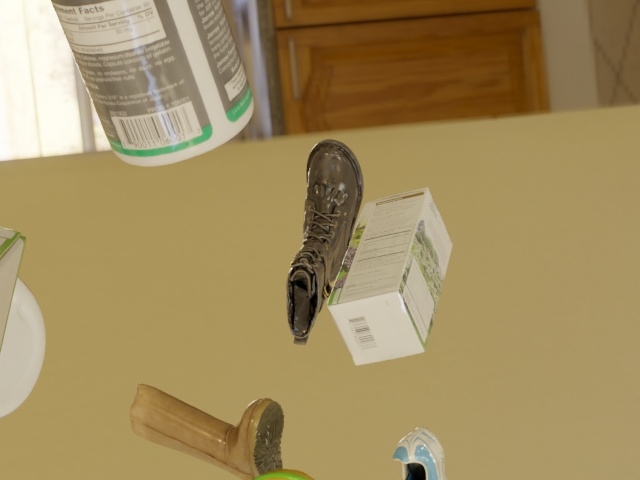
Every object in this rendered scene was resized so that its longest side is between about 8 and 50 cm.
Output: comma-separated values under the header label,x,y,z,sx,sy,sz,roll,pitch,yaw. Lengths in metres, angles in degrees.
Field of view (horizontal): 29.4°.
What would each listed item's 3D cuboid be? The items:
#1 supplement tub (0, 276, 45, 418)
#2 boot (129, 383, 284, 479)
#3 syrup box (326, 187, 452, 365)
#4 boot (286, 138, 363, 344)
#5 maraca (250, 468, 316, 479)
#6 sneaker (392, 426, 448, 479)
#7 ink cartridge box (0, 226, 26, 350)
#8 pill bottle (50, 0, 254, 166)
label,x,y,z,sx,sy,sz,roll,pitch,yaw
supplement tub,-0.513,0.126,1.495,0.193,0.316,0.194,11,-103,-58
boot,-0.198,0.305,2.031,0.089,0.269,0.236,-49,-27,-41
syrup box,0.090,0.040,1.506,0.237,0.096,0.093,-69,-40,-55
boot,0.000,0.000,1.841,0.229,0.091,0.263,-61,-26,-64
maraca,-0.070,0.407,1.853,0.127,0.185,0.099,59,-149,-18
sneaker,0.175,0.405,1.949,0.085,0.086,0.237,19,138,54
ink cartridge box,-0.295,0.097,0.867,0.255,0.097,0.189,-104,29,-78
pill bottle,-0.227,-0.293,1.531,0.204,0.204,0.361,-114,6,-59
